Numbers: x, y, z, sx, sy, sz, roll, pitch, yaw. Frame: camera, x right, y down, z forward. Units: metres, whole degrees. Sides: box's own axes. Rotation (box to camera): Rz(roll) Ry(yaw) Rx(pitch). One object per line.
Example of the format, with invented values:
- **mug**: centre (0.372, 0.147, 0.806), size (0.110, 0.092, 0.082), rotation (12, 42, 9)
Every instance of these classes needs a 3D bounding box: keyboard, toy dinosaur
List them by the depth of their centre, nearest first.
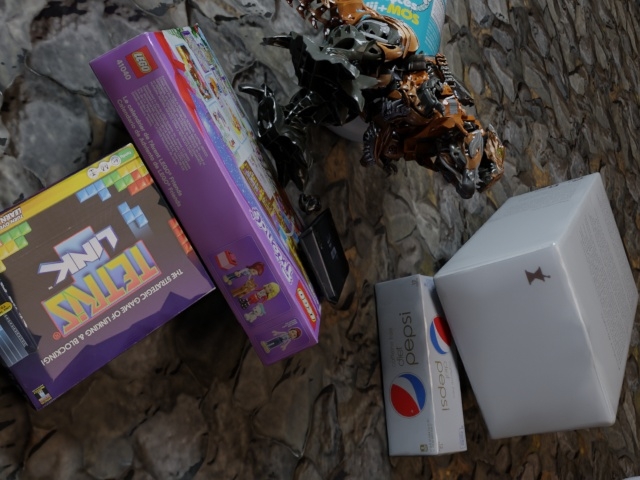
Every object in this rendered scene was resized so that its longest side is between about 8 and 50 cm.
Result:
- **toy dinosaur**: centre (0.043, -0.160, 0.779), size (0.218, 0.322, 0.164), rotation (-33, 147, -37)
- **keyboard**: centre (0.000, 0.000, 0.792), size (0.180, 0.023, 0.108), rotation (-58, 129, -80)

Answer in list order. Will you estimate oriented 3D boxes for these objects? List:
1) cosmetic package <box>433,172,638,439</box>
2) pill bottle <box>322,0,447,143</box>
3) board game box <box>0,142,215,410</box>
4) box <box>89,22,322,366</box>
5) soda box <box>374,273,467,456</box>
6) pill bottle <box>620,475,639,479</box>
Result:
- **cosmetic package**: centre (0.330, 0.069, 1.077), size (0.453, 0.161, 0.230), rotation (-30, 102, -61)
- **pill bottle**: centre (0.081, -0.264, 0.964), size (0.146, 0.146, 0.264), rotation (38, 51, -36)
- **board game box**: centre (-0.190, 0.025, 0.595), size (0.170, 0.048, 0.141), rotation (-36, 106, -26)
- **box**: centre (-0.086, -0.054, 0.705), size (0.293, 0.057, 0.201), rotation (62, 10, -14)
- **soda box**: centre (0.123, 0.156, 0.937), size (0.069, 0.074, 0.216), rotation (12, 69, -47)
- **pill bottle**: centre (0.482, 0.569, 1.104), size (0.229, 0.229, 0.407), rotation (60, 42, -17)
